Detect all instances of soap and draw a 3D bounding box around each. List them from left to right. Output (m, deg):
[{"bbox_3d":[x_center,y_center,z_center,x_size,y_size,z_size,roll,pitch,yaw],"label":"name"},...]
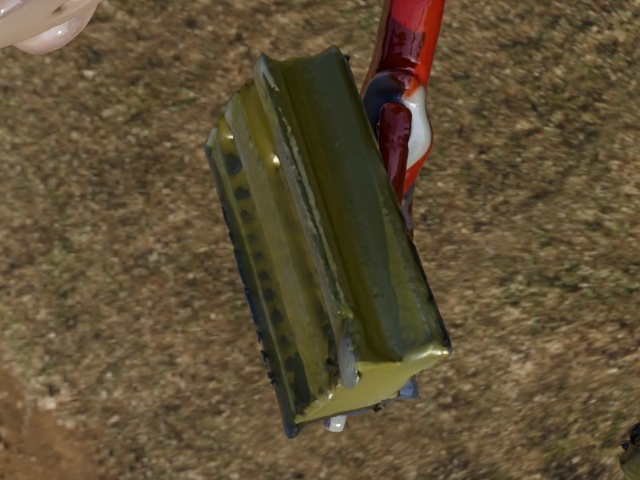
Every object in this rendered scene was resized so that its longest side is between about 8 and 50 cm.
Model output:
[{"bbox_3d":[-0.001,0.000,0.838,0.135,0.076,0.233,-49,52,56],"label":"soap"}]

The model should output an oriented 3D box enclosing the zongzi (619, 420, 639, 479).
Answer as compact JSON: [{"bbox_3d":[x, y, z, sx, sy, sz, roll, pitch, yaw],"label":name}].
[{"bbox_3d":[0.285,0.100,0.812,0.160,0.078,0.176,5,67,51],"label":"zongzi"}]

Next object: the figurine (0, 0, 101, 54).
[{"bbox_3d":[-0.150,-0.168,0.329,0.200,0.133,0.276,-32,103,20],"label":"figurine"}]

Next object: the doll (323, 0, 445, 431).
[{"bbox_3d":[0.042,-0.042,0.933,0.099,0.188,0.384,7,97,1],"label":"doll"}]
